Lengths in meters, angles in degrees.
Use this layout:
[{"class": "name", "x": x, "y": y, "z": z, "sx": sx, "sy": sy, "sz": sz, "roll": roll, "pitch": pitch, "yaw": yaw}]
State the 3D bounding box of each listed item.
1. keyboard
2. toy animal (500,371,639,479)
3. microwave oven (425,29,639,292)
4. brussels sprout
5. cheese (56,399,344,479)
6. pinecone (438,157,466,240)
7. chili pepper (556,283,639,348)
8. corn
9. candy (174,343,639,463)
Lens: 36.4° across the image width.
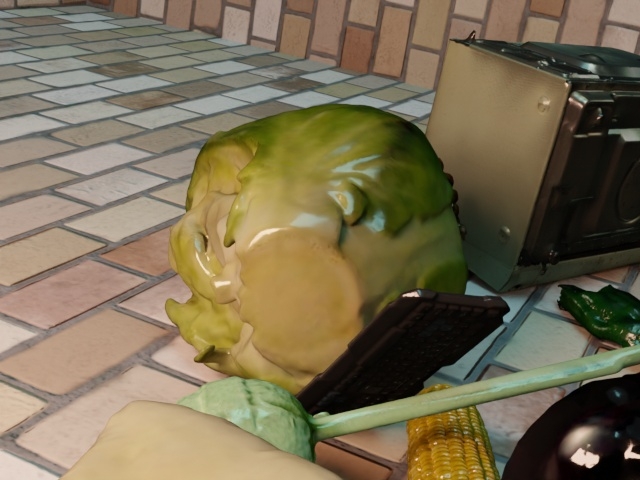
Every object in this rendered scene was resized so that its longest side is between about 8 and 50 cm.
[{"class": "keyboard", "x": 0.057, "y": 0.108, "z": 0.828, "sx": 0.106, "sy": 0.262, "sz": 0.016, "roll": 6, "pitch": 58, "yaw": -24}, {"class": "toy animal", "x": 0.235, "y": 0.228, "z": 0.627, "sx": 0.212, "sy": 0.212, "sz": 0.266, "roll": 6, "pitch": 32, "yaw": -11}, {"class": "microwave oven", "x": 0.366, "y": -0.117, "z": 1.441, "sx": 0.394, "sy": 0.333, "sz": 0.247, "roll": -8, "pitch": 31, "yaw": -40}, {"class": "brussels sprout", "x": 0.000, "y": 0.000, "z": 1.015, "sx": 0.315, "sy": 0.276, "sz": 0.371, "roll": 3, "pitch": 21, "yaw": -9}, {"class": "cheese", "x": -0.078, "y": 0.218, "z": 0.533, "sx": 0.248, "sy": 0.173, "sz": 0.251, "roll": 10, "pitch": 17, "yaw": 28}, {"class": "pinecone", "x": 0.106, "y": -0.021, "z": 1.268, "sx": 0.150, "sy": 0.179, "sz": 0.195, "roll": -5, "pitch": 6, "yaw": -13}, {"class": "chili pepper", "x": 0.382, "y": 0.100, "z": 1.235, "sx": 0.098, "sy": 0.061, "sz": 0.224, "roll": -5, "pitch": 26, "yaw": -19}, {"class": "corn", "x": 0.112, "y": 0.196, "z": 0.823, "sx": 0.080, "sy": 0.080, "sz": 0.238, "roll": 9, "pitch": 17, "yaw": -2}, {"class": "candy", "x": 0.083, "y": 0.131, "z": 0.781, "sx": 0.440, "sy": 0.119, "sz": 0.119, "roll": -13, "pitch": 24, "yaw": -8}]
